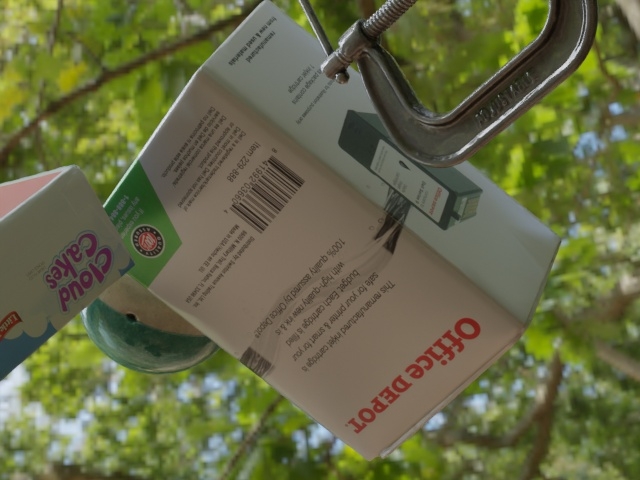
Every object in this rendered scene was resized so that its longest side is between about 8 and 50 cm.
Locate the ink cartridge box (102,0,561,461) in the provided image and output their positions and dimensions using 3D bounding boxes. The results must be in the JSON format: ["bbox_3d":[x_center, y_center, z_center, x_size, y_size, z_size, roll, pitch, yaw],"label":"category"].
[{"bbox_3d":[0.000,0.000,1.034,0.289,0.121,0.211,39,-49,-4],"label":"ink cartridge box"}]

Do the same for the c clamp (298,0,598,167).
[{"bbox_3d":[0.057,-0.110,0.675,0.022,0.137,0.161,-11,-16,-48],"label":"c clamp"}]

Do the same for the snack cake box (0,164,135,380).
[{"bbox_3d":[-0.275,0.035,1.015,0.264,0.152,0.089,-8,-63,50],"label":"snack cake box"}]

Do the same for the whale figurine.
[{"bbox_3d":[-0.166,0.056,1.534,0.216,0.272,0.141,24,-69,5],"label":"whale figurine"}]
